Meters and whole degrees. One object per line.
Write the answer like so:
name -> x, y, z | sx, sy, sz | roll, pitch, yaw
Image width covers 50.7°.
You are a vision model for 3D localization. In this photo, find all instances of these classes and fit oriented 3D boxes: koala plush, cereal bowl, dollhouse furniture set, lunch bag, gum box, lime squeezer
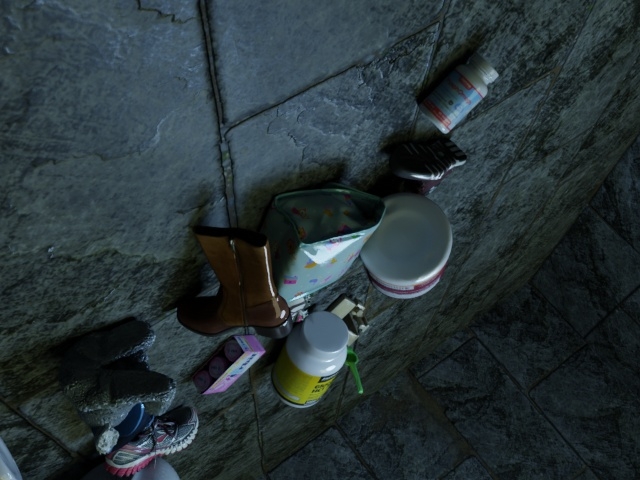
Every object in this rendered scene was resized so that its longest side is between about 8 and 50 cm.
koala plush -> -0.428, 0.301, 1.347 | 0.203, 0.196, 0.221 | -7, 144, -35
cereal bowl -> -0.542, 0.687, 1.801 | 0.339, 0.339, 0.141 | -27, 116, -27
dollhouse furniture set -> 0.069, 0.229, 2.185 | 0.151, 0.123, 0.144 | 34, 109, -31
lunch bag -> 0.000, 0.000, 1.454 | 0.262, 0.160, 0.223 | -15, 148, -35
gum box -> -0.254, 0.340, 1.839 | 0.188, 0.062, 0.107 | -45, 157, 15
lime squeezer -> 0.069, 0.382, 2.122 | 0.110, 0.059, 0.310 | -61, -158, -7

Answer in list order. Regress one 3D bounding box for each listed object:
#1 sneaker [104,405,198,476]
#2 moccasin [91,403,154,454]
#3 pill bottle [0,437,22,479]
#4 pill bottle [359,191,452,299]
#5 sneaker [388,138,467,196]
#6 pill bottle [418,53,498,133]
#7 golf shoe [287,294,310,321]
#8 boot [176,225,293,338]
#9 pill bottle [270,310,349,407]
sneaker -> -0.448, 0.526, 1.838 | 0.299, 0.121, 0.112 | -22, 123, -54
moccasin -> -0.447, 0.388, 1.577 | 0.117, 0.137, 0.342 | -26, 169, -40
pill bottle -> -0.714, 0.471, 1.245 | 0.272, 0.152, 0.152 | -31, 157, -22
pill bottle -> 0.217, 0.032, 1.743 | 0.224, 0.224, 0.392 | -38, 167, -2
sneaker -> 0.228, -0.147, 1.602 | 0.281, 0.106, 0.162 | -14, 151, -48
pill bottle -> 0.288, -0.306, 1.403 | 0.160, 0.087, 0.087 | -46, 157, 14
golf shoe -> -0.095, 0.153, 1.680 | 0.120, 0.105, 0.273 | -25, 155, -15
boot -> -0.201, 0.085, 1.331 | 0.280, 0.264, 0.096 | 75, 32, -46
pill bottle -> -0.030, 0.361, 2.066 | 0.188, 0.188, 0.334 | -24, 154, -33
